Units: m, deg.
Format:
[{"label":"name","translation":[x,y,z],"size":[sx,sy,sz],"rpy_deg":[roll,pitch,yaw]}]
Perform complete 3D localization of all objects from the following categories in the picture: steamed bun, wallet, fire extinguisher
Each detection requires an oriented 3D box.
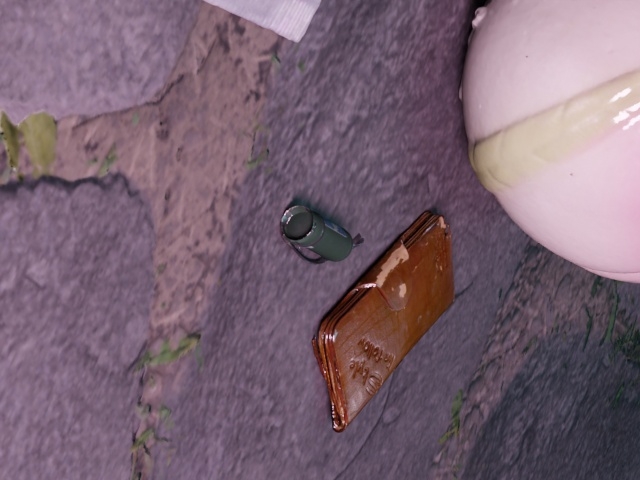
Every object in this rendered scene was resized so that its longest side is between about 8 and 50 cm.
[{"label":"steamed bun","translation":[0.274,-0.092,1.424],"size":[0.309,0.309,0.309],"rpy_deg":[-33,130,-50]},{"label":"wallet","translation":[0.053,0.056,1.436],"size":[0.176,0.026,0.095],"rpy_deg":[-44,136,-44]},{"label":"fire extinguisher","translation":[0.000,0.000,1.322],"size":[0.038,0.025,0.083],"rpy_deg":[-39,153,13]}]

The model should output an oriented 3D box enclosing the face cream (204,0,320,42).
[{"label":"face cream","translation":[0.016,-0.335,1.138],"size":[0.235,0.137,0.420],"rpy_deg":[15,101,-62]}]
